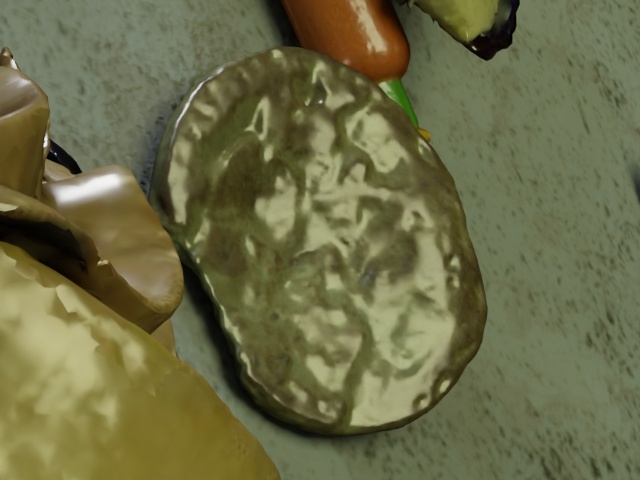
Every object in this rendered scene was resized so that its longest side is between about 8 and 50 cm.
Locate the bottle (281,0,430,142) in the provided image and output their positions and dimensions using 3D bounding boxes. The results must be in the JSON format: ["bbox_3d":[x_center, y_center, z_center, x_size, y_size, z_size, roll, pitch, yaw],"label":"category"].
[{"bbox_3d":[0.022,-0.123,1.235,0.069,0.069,0.187,-13,79,-49],"label":"bottle"}]

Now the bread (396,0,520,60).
[{"bbox_3d":[-0.002,-0.351,1.307,0.345,0.242,0.404,-54,129,-52],"label":"bread"}]

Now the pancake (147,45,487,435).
[{"bbox_3d":[0.000,0.001,1.142,0.236,0.042,0.222,45,53,-11],"label":"pancake"}]

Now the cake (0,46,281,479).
[{"bbox_3d":[-0.151,0.068,0.741,0.332,0.332,0.321,39,48,-24],"label":"cake"}]
